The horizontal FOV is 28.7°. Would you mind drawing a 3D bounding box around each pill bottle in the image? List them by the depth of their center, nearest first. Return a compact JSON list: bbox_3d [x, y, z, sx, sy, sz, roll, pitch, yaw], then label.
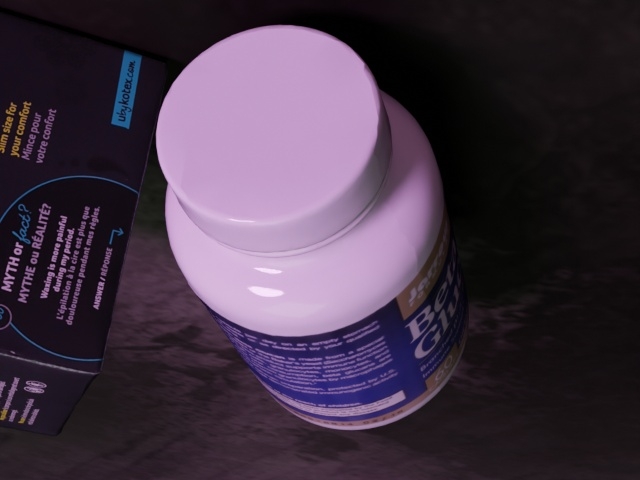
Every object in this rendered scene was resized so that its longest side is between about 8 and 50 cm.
[{"bbox_3d":[0.000,0.000,0.443,0.094,0.094,0.169,3,156,14],"label":"pill bottle"}]

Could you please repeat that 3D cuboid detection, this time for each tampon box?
[{"bbox_3d":[-0.150,-0.014,0.434,0.161,0.120,0.101,16,155,-14],"label":"tampon box"}]
